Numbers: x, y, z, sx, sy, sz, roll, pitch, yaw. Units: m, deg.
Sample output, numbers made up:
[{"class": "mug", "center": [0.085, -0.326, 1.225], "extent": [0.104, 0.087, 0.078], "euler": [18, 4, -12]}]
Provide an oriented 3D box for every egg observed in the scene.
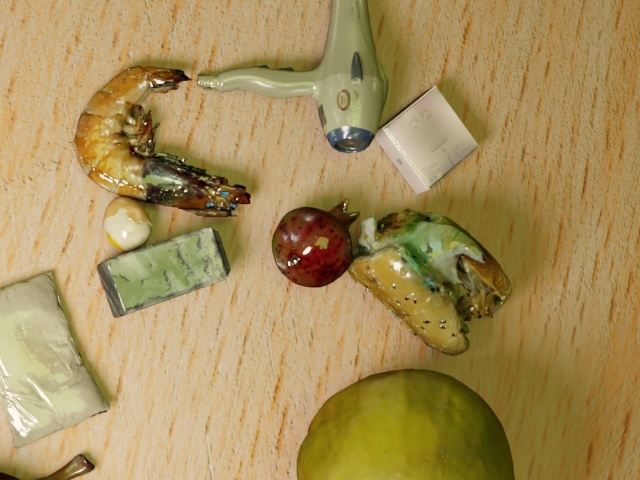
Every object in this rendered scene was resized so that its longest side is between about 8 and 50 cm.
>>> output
[{"class": "egg", "center": [-0.291, -0.025, 1.738], "extent": [0.071, 0.071, 0.083], "euler": [-27, 86, -22]}]

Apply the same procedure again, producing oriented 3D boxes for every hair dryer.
[{"class": "hair dryer", "center": [-0.014, -0.315, 1.883], "extent": [0.298, 0.119, 0.296], "euler": [23, 68, -3]}]

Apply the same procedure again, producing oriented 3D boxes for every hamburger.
[{"class": "hamburger", "center": [0.180, 0.059, 1.849], "extent": [0.288, 0.192, 0.168], "euler": [43, 80, -9]}]

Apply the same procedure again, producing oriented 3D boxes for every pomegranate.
[{"class": "pomegranate", "center": [0.004, 0.005, 1.818], "extent": [0.159, 0.129, 0.129], "euler": [-19, 89, -26]}]

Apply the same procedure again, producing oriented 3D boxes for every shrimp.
[{"class": "shrimp", "center": [-0.226, -0.152, 1.789], "extent": [0.290, 0.054, 0.222], "euler": [22, 75, -12]}]

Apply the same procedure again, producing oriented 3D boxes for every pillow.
[{"class": "pillow", "center": [-0.413, 0.169, 1.674], "extent": [0.148, 0.050, 0.230], "euler": [-23, 87, -31]}]

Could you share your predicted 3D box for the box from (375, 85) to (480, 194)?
[{"class": "box", "center": [0.178, -0.169, 1.947], "extent": [0.130, 0.051, 0.129], "euler": [-40, 96, -22]}]

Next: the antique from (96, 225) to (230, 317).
[{"class": "antique", "center": [-0.231, 0.045, 1.740], "extent": [0.183, 0.088, 0.086], "euler": [-19, 90, -22]}]

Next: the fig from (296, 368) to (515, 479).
[{"class": "fig", "center": [0.129, 0.359, 1.689], "extent": [0.343, 0.343, 0.344], "euler": [3, 81, -20]}]

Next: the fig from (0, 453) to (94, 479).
[{"class": "fig", "center": [-0.429, 0.390, 1.585], "extent": [0.320, 0.217, 0.217], "euler": [-27, 92, -49]}]
